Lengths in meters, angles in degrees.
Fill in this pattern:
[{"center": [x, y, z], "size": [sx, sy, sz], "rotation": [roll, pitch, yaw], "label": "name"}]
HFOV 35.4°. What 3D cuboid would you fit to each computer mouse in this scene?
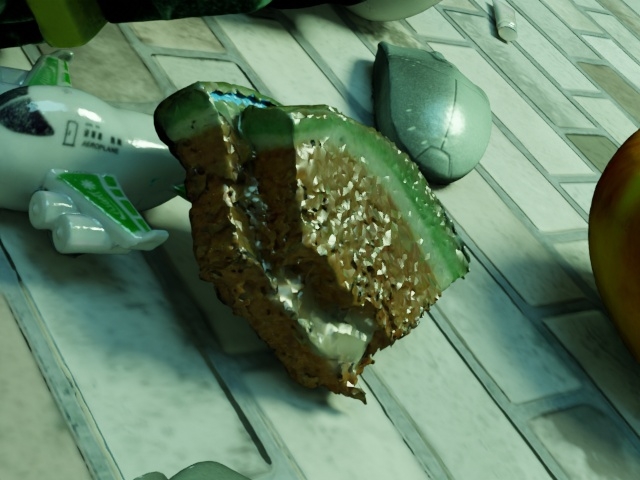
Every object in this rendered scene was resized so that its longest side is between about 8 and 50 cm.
[{"center": [0.106, -0.135, 0.922], "size": [0.113, 0.068, 0.229], "rotation": [25, 33, -15], "label": "computer mouse"}]

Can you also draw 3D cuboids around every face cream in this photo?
[{"center": [0.235, -0.282, 1.277], "size": [0.038, 0.020, 0.115], "rotation": [26, 30, -9], "label": "face cream"}]

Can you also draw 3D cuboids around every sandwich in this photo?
[{"center": [0.001, -0.012, 0.595], "size": [0.235, 0.079, 0.159], "rotation": [49, 37, -27], "label": "sandwich"}]

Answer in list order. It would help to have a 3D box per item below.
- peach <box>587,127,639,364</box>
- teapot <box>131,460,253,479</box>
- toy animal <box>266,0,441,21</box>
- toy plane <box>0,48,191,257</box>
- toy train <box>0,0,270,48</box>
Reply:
[{"center": [0.341, 0.020, 0.769], "size": [0.281, 0.281, 0.238], "rotation": [4, -1, -37], "label": "peach"}, {"center": [-0.047, 0.149, 0.358], "size": [0.149, 0.162, 0.239], "rotation": [28, 6, 14], "label": "teapot"}, {"center": [0.051, -0.340, 0.989], "size": [0.310, 0.251, 0.251], "rotation": [-19, 58, -43], "label": "toy animal"}, {"center": [-0.137, -0.055, 0.599], "size": [0.174, 0.080, 0.174], "rotation": [20, 36, -15], "label": "toy plane"}, {"center": [-0.108, -0.265, 0.687], "size": [0.253, 0.160, 0.397], "rotation": [3, 42, 24], "label": "toy train"}]
